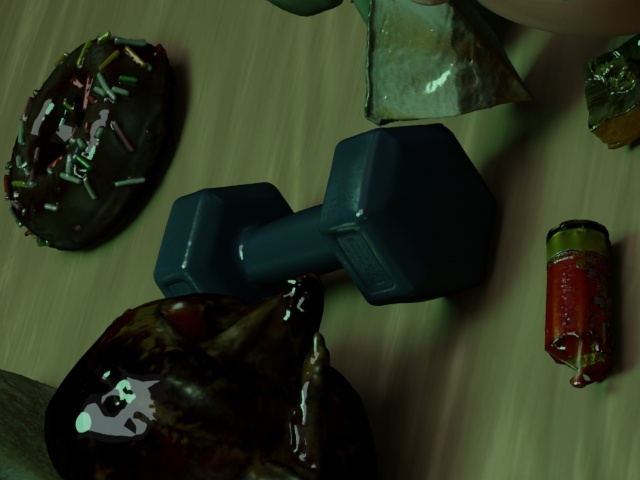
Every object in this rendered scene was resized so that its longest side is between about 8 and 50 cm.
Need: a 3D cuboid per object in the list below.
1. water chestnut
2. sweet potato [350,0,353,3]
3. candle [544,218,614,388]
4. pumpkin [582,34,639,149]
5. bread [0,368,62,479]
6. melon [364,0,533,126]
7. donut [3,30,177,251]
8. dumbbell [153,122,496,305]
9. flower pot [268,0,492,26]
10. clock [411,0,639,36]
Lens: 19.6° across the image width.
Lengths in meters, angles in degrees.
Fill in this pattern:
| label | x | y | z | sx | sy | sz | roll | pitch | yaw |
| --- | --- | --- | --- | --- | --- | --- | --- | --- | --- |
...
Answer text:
| label | x | y | z | sx | sy | sz | roll | pitch | yaw |
| --- | --- | --- | --- | --- | --- | --- | --- | --- | --- |
| water chestnut | -0.079 | 0.160 | 1.483 | 0.244 | 0.289 | 0.289 | -21 | 41 | 3 |
| sweet potato | 0.098 | -0.318 | 1.765 | 0.226 | 0.068 | 0.068 | -53 | 32 | 3 |
| candle | 0.191 | 0.050 | 1.359 | 0.052 | 0.052 | 0.130 | -30 | 44 | 40 |
| pumpkin | 0.239 | -0.121 | 1.421 | 0.074 | 0.054 | 0.083 | -32 | 37 | 32 |
| bread | -0.325 | 0.223 | 1.844 | 0.102 | 0.183 | 0.337 | -63 | 30 | 12 |
| melon | 0.088 | -0.146 | 1.494 | 0.139 | 0.202 | 0.093 | -44 | 32 | 2 |
| donut | -0.264 | -0.116 | 2.088 | 0.270 | 0.103 | 0.269 | -34 | 43 | 38 |
| dumbbell | 0.000 | 0.000 | 1.583 | 0.316 | 0.156 | 0.143 | -17 | 83 | 49 |
| flower pot | 0.082 | -0.340 | 1.624 | 0.164 | 0.254 | 0.367 | -7 | 64 | 53 |
| clock | 0.208 | -0.257 | 1.404 | 0.227 | 0.241 | 0.142 | -55 | -23 | -46 |
